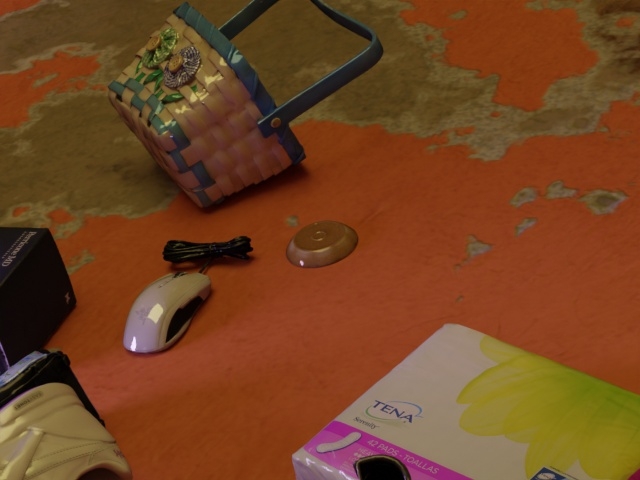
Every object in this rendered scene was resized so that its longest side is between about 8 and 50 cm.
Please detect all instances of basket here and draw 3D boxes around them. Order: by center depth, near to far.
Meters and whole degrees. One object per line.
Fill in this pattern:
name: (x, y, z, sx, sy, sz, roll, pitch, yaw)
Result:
basket: (-0.089, -0.192, 2.262, 0.289, 0.201, 0.255, -35, 34, -11)

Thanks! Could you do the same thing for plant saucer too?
plant saucer: (0.000, 0.000, 2.102, 0.083, 0.015, 0.083, -12, 32, 7)

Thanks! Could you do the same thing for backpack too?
backpack: (-0.294, 0.176, 1.883, 0.114, 0.105, 0.084, -34, 14, -24)

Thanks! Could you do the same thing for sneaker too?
sneaker: (-0.307, 0.259, 1.730, 0.152, 0.114, 0.305, 41, 62, 20)

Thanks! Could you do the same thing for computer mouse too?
computer mouse: (-0.157, 0.052, 2.065, 0.106, 0.042, 0.193, 2, 36, 25)

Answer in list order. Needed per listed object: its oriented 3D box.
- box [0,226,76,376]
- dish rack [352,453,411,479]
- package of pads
box: (-0.402, 0.068, 2.089, 0.207, 0.108, 0.153, 0, 35, 25)
dish rack: (-0.039, 0.305, 1.517, 0.271, 0.074, 0.208, -14, 61, 4)
package of pads: (0.153, 0.196, 1.649, 0.296, 0.101, 0.229, 20, 47, 43)
